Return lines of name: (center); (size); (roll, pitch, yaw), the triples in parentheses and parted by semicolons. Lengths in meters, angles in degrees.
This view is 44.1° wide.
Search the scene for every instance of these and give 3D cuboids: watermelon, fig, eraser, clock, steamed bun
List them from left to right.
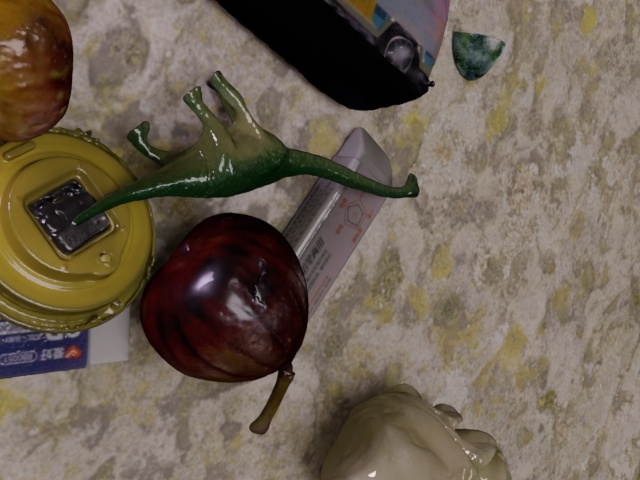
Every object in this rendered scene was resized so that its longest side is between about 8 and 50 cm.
fig: (-0.372, -0.184, 0.763); (0.257, 0.159, 0.159); (3, 97, -16)
eraser: (-0.318, 0.083, 0.877); (0.210, 0.068, 0.125); (-2, 98, -37)
clock: (-0.275, -0.019, 0.846); (0.237, 0.057, 0.237); (15, 65, -34)
fig: (-0.080, 0.095, 0.943); (0.249, 0.186, 0.204); (44, 51, -19)
eraser: (0.000, 0.000, 1.102); (0.089, 0.061, 0.352); (44, 72, -34)
steamed bun: (0.159, 0.337, 1.168); (0.289, 0.276, 0.203); (31, 67, -11)
watermelon: (0.246, -0.296, 1.251); (0.085, 0.085, 0.061); (58, 35, -28)

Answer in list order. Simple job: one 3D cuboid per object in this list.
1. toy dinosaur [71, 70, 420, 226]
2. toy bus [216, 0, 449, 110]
toy dinosaur: (-0.072, -0.059, 0.968); (0.447, 0.087, 0.301); (-45, 109, -34)
toy bus: (-0.012, -0.335, 0.979); (0.386, 0.171, 0.162); (33, 68, -35)
